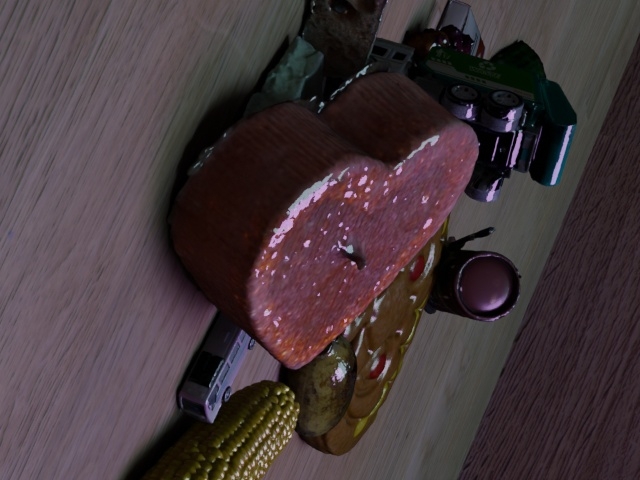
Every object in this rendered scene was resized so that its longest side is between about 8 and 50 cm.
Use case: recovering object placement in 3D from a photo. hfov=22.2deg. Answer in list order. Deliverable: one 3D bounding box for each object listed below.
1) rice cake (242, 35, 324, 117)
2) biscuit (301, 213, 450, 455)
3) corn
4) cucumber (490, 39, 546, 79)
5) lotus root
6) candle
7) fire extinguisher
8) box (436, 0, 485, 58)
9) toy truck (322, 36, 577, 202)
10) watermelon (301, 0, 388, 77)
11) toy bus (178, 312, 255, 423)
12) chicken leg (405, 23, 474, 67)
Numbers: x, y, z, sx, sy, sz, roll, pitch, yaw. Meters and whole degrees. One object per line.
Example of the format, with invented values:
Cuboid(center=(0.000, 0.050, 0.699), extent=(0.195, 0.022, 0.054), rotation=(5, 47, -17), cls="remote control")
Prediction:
Cuboid(center=(-0.030, -0.078, 1.555), extent=(0.127, 0.043, 0.237), rotation=(-58, 161, -33), cls="rice cake")
Cuboid(center=(0.081, 0.100, 2.148), extent=(0.350, 0.070, 0.394), rotation=(-8, 118, -73), cls="biscuit")
Cuboid(center=(-0.103, 0.222, 1.607), extent=(0.260, 0.091, 0.091), rotation=(-42, 126, -54), cls="corn")
Cuboid(center=(0.281, -0.223, 2.437), extent=(0.244, 0.063, 0.115), rotation=(-34, 142, -63), cls="cucumber")
Cuboid(center=(0.001, 0.169, 1.939), extent=(0.089, 0.080, 0.179), rotation=(-54, 159, -39), cls="lotus root")
Cuboid(center=(0.000, 0.000, 1.480), extent=(0.317, 0.131, 0.287), rotation=(-19, 142, -48), cls="candle")
Cuboid(center=(0.204, 0.047, 2.358), extent=(0.341, 0.105, 0.141), rotation=(-172, -78, -82), cls="fire extinguisher")
Cuboid(center=(0.170, -0.226, 2.082), extent=(0.177, 0.036, 0.115), rotation=(39, 72, -74), cls="box")
Cuboid(center=(0.131, -0.129, 1.656), extent=(0.124, 0.253, 0.114), rotation=(-57, 162, -52), cls="toy truck")
Cuboid(center=(0.043, -0.262, 1.518), extent=(0.154, 0.094, 0.241), rotation=(-59, 167, -68), cls="watermelon")
Cuboid(center=(-0.096, 0.112, 1.601), extent=(0.052, 0.037, 0.130), rotation=(77, 36, -62), cls="toy bus")
Cuboid(center=(0.082, -0.069, 1.885), extent=(0.407, 0.096, 0.158), rotation=(-61, 159, -19), cls="chicken leg")
